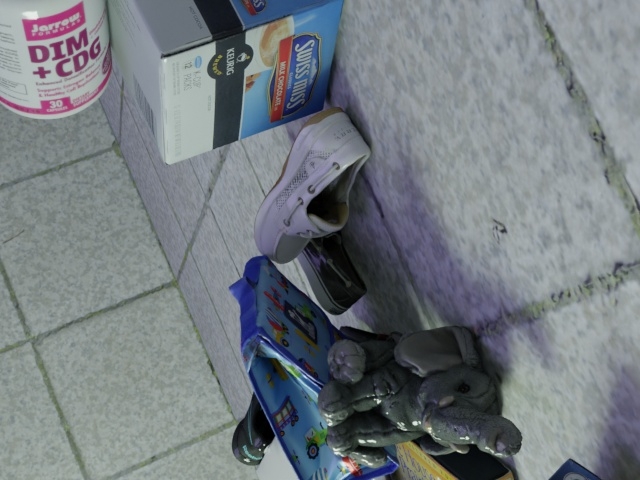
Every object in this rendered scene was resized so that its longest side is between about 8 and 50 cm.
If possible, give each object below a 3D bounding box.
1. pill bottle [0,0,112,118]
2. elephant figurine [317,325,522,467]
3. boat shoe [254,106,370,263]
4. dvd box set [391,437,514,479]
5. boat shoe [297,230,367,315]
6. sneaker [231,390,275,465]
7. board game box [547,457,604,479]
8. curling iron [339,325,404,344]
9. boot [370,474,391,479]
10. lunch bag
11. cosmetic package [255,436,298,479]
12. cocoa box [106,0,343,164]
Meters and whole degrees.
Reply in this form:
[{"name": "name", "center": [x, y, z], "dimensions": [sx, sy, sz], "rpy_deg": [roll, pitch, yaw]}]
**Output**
[{"name": "pill bottle", "center": [-0.325, -0.279, 1.088], "dimensions": [0.160, 0.160, 0.283], "rpy_deg": [62, 161, 21]}, {"name": "elephant figurine", "center": [0.133, 0.182, 1.086], "dimensions": [0.169, 0.239, 0.186], "rpy_deg": [51, -139, -48]}, {"name": "boat shoe", "center": [-0.010, -0.045, 1.251], "dimensions": [0.096, 0.098, 0.277], "rpy_deg": [49, 143, 20]}, {"name": "dvd box set", "center": [0.204, 0.440, 1.311], "dimensions": [0.307, 0.062, 0.420], "rpy_deg": [26, 136, 66]}, {"name": "boat shoe", "center": [0.000, 0.000, 1.394], "dimensions": [0.070, 0.078, 0.219], "rpy_deg": [-40, 69, 29]}, {"name": "sneaker", "center": [-0.080, 0.294, 1.803], "dimensions": [0.106, 0.101, 0.267], "rpy_deg": [-50, 18, 55]}, {"name": "board game box", "center": [0.276, 0.329, 0.895], "dimensions": [0.165, 0.042, 0.243], "rpy_deg": [33, 145, 32]}, {"name": "curling iron", "center": [0.082, 0.142, 1.350], "dimensions": [0.068, 0.035, 0.274], "rpy_deg": [44, 171, -14]}, {"name": "boot", "center": [0.036, 0.331, 1.473], "dimensions": [0.258, 0.123, 0.095], "rpy_deg": [-100, -4, -88]}, {"name": "lunch bag", "center": [-0.033, 0.163, 1.267], "dimensions": [0.293, 0.138, 0.221], "rpy_deg": [55, -167, -22]}, {"name": "cosmetic package", "center": [0.044, 0.496, 1.659], "dimensions": [0.365, 0.155, 0.197], "rpy_deg": [62, 149, 25]}, {"name": "cocoa box", "center": [-0.154, -0.318, 1.184], "dimensions": [0.347, 0.228, 0.231], "rpy_deg": [61, 161, 22]}]
